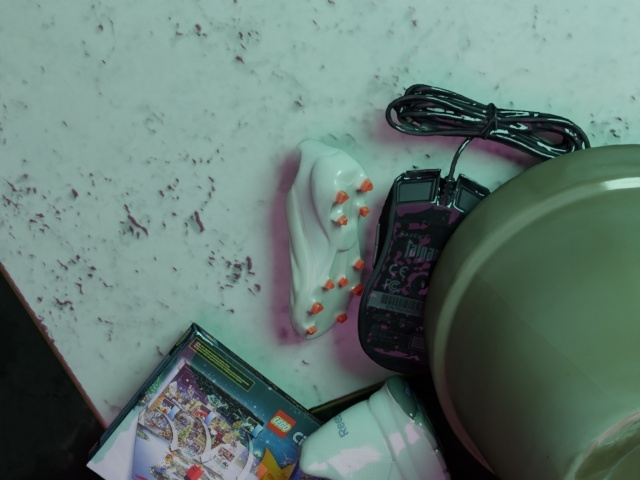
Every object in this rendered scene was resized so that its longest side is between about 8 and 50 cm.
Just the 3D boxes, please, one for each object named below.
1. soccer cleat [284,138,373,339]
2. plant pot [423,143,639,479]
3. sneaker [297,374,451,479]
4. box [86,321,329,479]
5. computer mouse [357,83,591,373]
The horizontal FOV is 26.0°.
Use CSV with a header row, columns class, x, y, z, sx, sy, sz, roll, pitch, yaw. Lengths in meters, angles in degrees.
class,x,y,z,sx,sy,sz,roll,pitch,yaw
soccer cleat,0.000,0.000,1.211,0.076,0.068,0.196,42,137,35
plant pot,0.248,0.122,1.054,0.323,0.280,0.323,0,115,0
sneaker,0.073,0.259,1.257,0.129,0.111,0.297,-23,113,2
box,-0.076,0.209,1.284,0.233,0.044,0.159,39,90,-11
computer mouse,0.133,-0.005,1.183,0.184,0.060,0.262,7,113,0
